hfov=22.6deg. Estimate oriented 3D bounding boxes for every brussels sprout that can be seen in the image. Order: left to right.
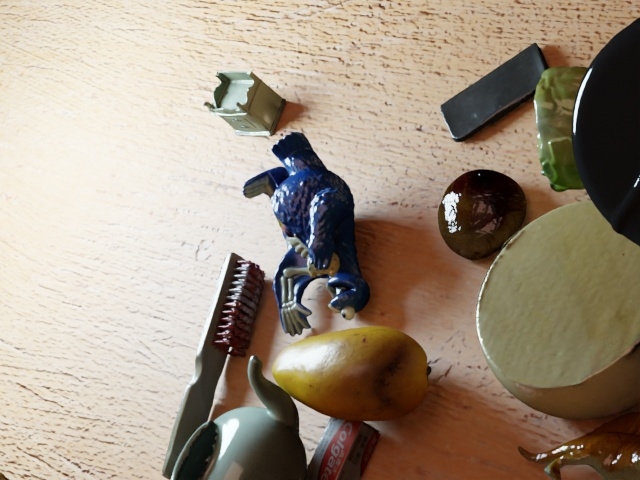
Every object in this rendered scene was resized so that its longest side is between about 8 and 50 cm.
[{"bbox_3d":[0.318,-0.135,1.861,0.122,0.149,0.152,-5,74,20],"label":"brussels sprout"}]

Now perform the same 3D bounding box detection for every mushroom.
[{"bbox_3d":[0.194,-0.034,1.966,0.123,0.052,0.123,-22,54,33],"label":"mushroom"}]

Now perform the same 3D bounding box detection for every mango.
[{"bbox_3d":[0.033,0.156,1.912,0.219,0.145,0.112,3,101,42],"label":"mango"}]

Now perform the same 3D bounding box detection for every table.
[{"bbox_3d":[-0.111,-0.198,2.317,0.079,0.083,0.062,5,66,42],"label":"table"}]

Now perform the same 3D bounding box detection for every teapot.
[{"bbox_3d":[-0.105,0.289,1.923,0.294,0.129,0.193,-57,18,6],"label":"teapot"}]

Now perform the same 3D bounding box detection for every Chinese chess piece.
[{"bbox_3d":[0.294,0.077,1.770,0.250,0.097,0.251,-22,50,28],"label":"Chinese chess piece"}]

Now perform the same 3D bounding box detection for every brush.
[{"bbox_3d":[-0.136,0.170,2.114,0.050,0.060,0.321,3,65,30],"label":"brush"}]

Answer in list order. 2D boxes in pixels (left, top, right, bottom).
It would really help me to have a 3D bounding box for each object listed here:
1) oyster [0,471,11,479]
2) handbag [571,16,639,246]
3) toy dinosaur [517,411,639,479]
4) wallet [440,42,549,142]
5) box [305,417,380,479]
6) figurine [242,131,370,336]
[{"bbox_3d":[-0.401,0.498,2.111,0.204,0.111,0.396,-55,40,23],"label":"oyster"},{"bbox_3d":[0.370,-0.088,1.499,0.308,0.093,0.254,37,125,34],"label":"handbag"},{"bbox_3d":[0.309,0.220,1.694,0.142,0.057,0.212,-43,43,-7],"label":"toy dinosaur"},{"bbox_3d":[0.226,-0.189,2.064,0.156,0.018,0.082,-34,45,19],"label":"wallet"},{"bbox_3d":[0.000,0.313,1.910,0.055,0.039,0.218,13,72,46],"label":"box"},{"bbox_3d":[0.001,-0.009,2.078,0.164,0.120,0.262,-41,61,50],"label":"figurine"}]
